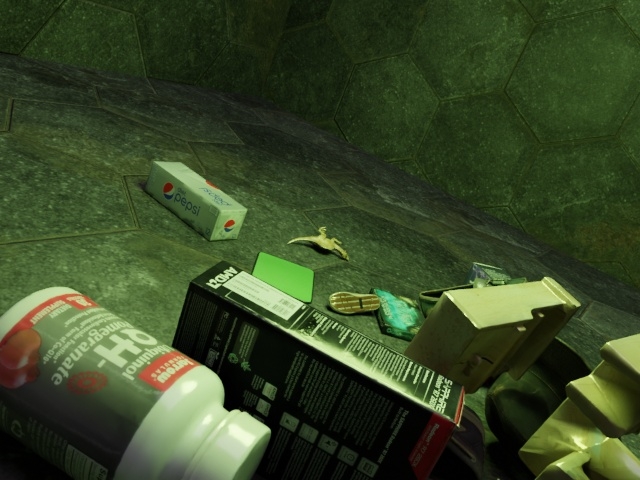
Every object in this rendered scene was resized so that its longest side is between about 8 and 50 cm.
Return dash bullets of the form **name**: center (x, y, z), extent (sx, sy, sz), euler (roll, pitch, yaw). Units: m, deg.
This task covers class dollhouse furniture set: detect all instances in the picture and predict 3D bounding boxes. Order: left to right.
- **dollhouse furniture set**: center (0.326, 0.247, 0.741), extent (0.257, 0.362, 0.394), euler (-2, 39, -39)

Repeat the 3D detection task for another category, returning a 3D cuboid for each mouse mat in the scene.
- **mouse mat**: center (-0.087, 0.085, 1.364), extent (0.153, 0.007, 0.189), euler (20, 21, -6)

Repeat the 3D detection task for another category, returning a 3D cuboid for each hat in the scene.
- **hat**: center (0.368, 0.305, 1.004), extent (0.134, 0.331, 0.331), euler (-28, 38, -12)

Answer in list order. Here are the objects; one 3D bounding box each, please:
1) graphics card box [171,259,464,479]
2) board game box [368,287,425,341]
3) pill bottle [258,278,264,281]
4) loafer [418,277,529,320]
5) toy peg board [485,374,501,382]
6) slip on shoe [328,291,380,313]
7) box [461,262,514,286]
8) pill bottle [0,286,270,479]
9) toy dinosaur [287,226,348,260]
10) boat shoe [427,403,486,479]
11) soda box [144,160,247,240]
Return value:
- **graphics card box**: center (-0.027, 0.212, 0.762), extent (0.371, 0.232, 0.094), euler (25, 26, 11)
- **board game box**: center (0.191, 0.181, 1.379), extent (0.126, 0.026, 0.186), euler (17, 20, -12)
- **pill bottle**: center (-0.129, 0.156, 0.967), extent (0.119, 0.119, 0.208), euler (18, 20, -11)
- **loafer**: center (0.360, 0.131, 1.363), extent (0.084, 0.268, 0.096), euler (65, 26, -7)
- **toy peg board**: center (0.349, 0.259, 1.299), extent (0.161, 0.079, 0.161), euler (39, 10, 36)
- **slip on shoe**: center (0.073, 0.145, 1.332), extent (0.136, 0.051, 0.041), euler (0, -11, -31)
- **box**: center (0.452, 0.176, 1.483), extent (0.108, 0.153, 0.207), euler (13, 21, -23)
- **pill bottle**: center (-0.226, 0.199, 0.668), extent (0.319, 0.176, 0.176), euler (27, 20, 13)
- **toy dinosaur**: center (0.000, 0.000, 1.609), extent (0.183, 0.053, 0.092), euler (17, 21, -13)
- **boat shoe**: center (0.101, 0.278, 0.878), extent (0.356, 0.132, 0.130), euler (19, 22, -6)
- **soda box**: center (-0.326, -0.106, 1.484), extent (0.286, 0.091, 0.098), euler (34, 23, 30)
